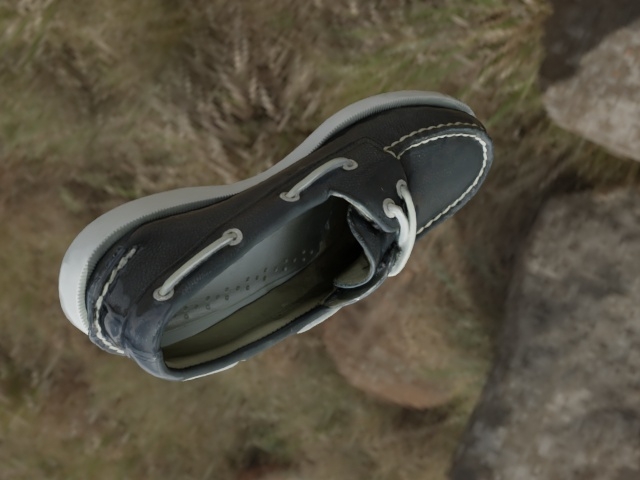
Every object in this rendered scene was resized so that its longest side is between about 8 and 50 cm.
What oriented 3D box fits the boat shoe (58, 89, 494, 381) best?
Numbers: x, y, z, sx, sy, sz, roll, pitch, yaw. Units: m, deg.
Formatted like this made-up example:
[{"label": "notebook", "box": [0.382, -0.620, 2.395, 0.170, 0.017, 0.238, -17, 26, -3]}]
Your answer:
[{"label": "boat shoe", "box": [0.000, 0.000, 0.848, 0.091, 0.303, 0.114, 33, 141, 42]}]
